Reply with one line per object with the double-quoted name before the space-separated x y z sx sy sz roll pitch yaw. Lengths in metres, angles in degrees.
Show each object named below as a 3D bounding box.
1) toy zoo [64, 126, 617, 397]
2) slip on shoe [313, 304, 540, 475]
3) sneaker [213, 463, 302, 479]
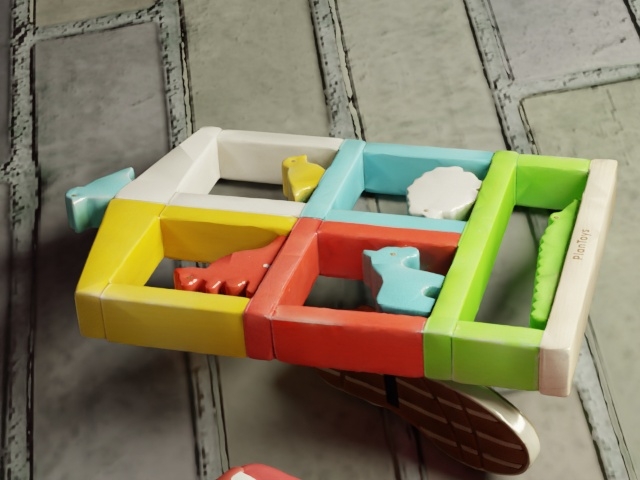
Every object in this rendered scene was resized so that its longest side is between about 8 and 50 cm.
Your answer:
"toy zoo" 0.000 0.000 0.824 0.293 0.030 0.192 5 31 15
"slip on shoe" 0.057 0.071 0.779 0.135 0.051 0.041 22 43 34
"sneaker" 0.064 0.148 0.697 0.221 0.087 0.128 34 52 19
